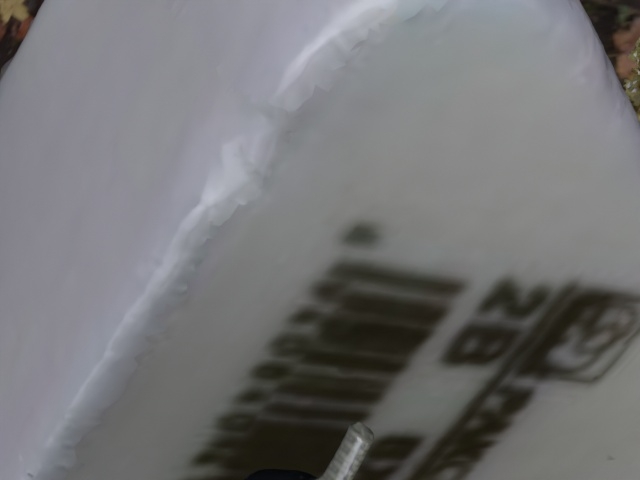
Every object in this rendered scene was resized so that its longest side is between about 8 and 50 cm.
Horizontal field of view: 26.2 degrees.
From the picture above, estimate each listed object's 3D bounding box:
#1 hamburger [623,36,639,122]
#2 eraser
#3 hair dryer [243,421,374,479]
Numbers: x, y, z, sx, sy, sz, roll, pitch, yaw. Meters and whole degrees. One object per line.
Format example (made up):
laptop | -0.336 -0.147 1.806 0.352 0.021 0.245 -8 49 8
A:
hamburger | 0.238 -0.042 0.686 0.139 0.243 0.261 -1 58 -16
eraser | 0.000 0.000 0.467 0.331 0.150 0.331 -14 135 -14
hair dryer | -0.062 0.112 0.353 0.071 0.124 0.219 36 114 -23
